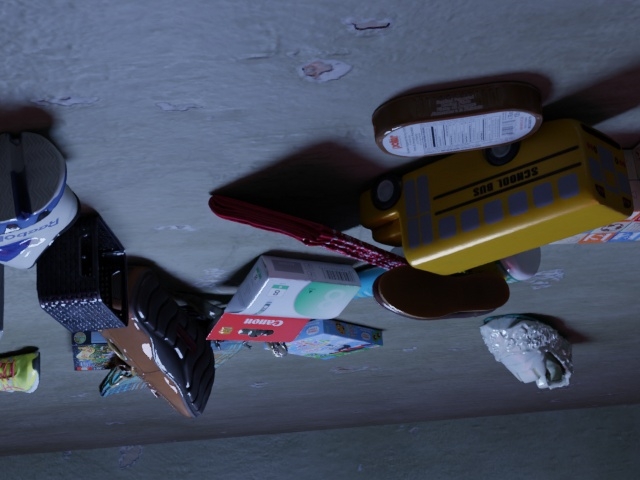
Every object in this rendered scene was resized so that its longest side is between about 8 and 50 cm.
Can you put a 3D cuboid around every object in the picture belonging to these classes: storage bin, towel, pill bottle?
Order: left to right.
[{"bbox_3d":[-0.328,0.050,1.375,0.084,0.122,0.180,-6,162,0],"label":"storage bin"},{"bbox_3d":[-0.289,0.244,1.994,0.271,0.040,0.370,-8,163,-25],"label":"towel"},{"bbox_3d":[0.000,0.000,1.332,0.199,0.031,0.275,18,179,38],"label":"towel"},{"bbox_3d":[0.205,0.024,1.451,0.208,0.117,0.117,-18,158,36],"label":"pill bottle"}]

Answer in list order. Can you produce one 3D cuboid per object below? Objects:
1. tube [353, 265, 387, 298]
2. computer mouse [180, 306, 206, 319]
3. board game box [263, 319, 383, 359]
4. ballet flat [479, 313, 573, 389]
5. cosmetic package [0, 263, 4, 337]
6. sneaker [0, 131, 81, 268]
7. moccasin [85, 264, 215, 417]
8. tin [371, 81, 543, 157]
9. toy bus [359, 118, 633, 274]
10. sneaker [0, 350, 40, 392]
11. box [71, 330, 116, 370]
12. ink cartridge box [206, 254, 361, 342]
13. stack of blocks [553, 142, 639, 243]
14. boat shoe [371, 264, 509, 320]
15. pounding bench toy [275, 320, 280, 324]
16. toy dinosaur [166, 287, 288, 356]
[{"bbox_3d":[0.058,0.078,1.702,0.080,0.052,0.207,22,155,-36],"label":"tube"},{"bbox_3d":[-0.165,0.142,1.829,0.242,0.041,0.071,-2,162,-7],"label":"computer mouse"},{"bbox_3d":[0.007,0.210,2.085,0.160,0.039,0.211,-18,157,35],"label":"board game box"},{"bbox_3d":[0.488,0.262,2.234,0.147,0.147,0.409,-16,158,29],"label":"ballet flat"},{"bbox_3d":[-0.574,0.082,1.400,0.238,0.127,0.107,4,159,-21],"label":"cosmetic package"},{"bbox_3d":[-0.415,-0.019,1.137,0.315,0.127,0.182,-9,159,6],"label":"sneaker"},{"bbox_3d":[-0.287,0.180,1.654,0.147,0.139,0.380,2,149,22],"label":"moccasin"},{"bbox_3d":[0.152,-0.132,1.100,0.190,0.040,0.106,-7,157,7],"label":"tin"},{"bbox_3d":[0.204,-0.047,1.217,0.333,0.130,0.108,-21,156,39],"label":"toy bus"},{"bbox_3d":[-0.647,0.275,2.037,0.094,0.081,0.208,14,155,-39],"label":"sneaker"},{"bbox_3d":[-0.412,0.213,1.968,0.159,0.044,0.233,-1,161,-13],"label":"box"},{"bbox_3d":[-0.064,0.119,1.650,0.181,0.056,0.224,7,134,-33],"label":"ink cartridge box"},{"bbox_3d":[0.418,-0.065,1.291,0.297,0.087,0.171,-2,161,-9],"label":"stack of blocks"},{"bbox_3d":[0.154,0.076,1.334,0.207,0.073,0.073,7,165,-28],"label":"boat shoe"},{"bbox_3d":[-0.092,0.126,1.760,0.083,0.065,0.052,-19,158,36],"label":"pounding bench toy"},{"bbox_3d":[-0.187,0.153,1.772,0.268,0.064,0.118,26,134,-30],"label":"toy dinosaur"}]
